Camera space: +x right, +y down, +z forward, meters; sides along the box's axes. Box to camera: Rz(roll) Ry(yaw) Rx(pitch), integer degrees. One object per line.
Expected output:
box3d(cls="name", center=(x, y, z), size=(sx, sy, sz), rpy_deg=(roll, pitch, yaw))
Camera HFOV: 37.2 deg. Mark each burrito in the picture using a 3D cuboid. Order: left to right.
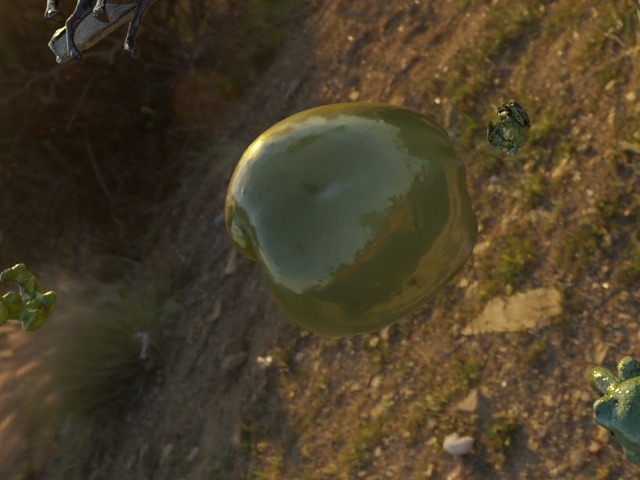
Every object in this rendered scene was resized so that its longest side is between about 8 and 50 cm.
box3d(cls="burrito", center=(-0.360, -0.357, 1.541), size=(0.188, 0.058, 0.045), rpy_deg=(-39, 2, -9))

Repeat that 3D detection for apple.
box3d(cls="apple", center=(0.023, -0.016, 0.757), size=(0.200, 0.200, 0.200), rpy_deg=(-23, 56, 38))

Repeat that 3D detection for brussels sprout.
box3d(cls="brussels sprout", center=(0.308, -0.185, 1.534), size=(0.085, 0.058, 0.085), rpy_deg=(48, 152, 36))

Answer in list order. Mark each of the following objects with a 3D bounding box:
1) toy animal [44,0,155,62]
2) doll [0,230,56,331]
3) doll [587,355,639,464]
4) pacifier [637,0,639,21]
box3d(cls="toy animal", center=(-0.166, -0.268, 0.896), size=(0.214, 0.094, 0.186), rpy_deg=(6, 62, 37))
box3d(cls="doll", center=(-0.485, 0.041, 1.060), size=(0.341, 0.346, 0.099), rpy_deg=(50, 131, 21))
box3d(cls="doll", center=(0.312, 0.178, 0.991), size=(0.150, 0.077, 0.115), rpy_deg=(-176, 83, -86))
box3d(cls="pacifier", center=(0.601, -0.464, 1.492), size=(0.220, 0.273, 0.332), rpy_deg=(-10, 35, 17))
